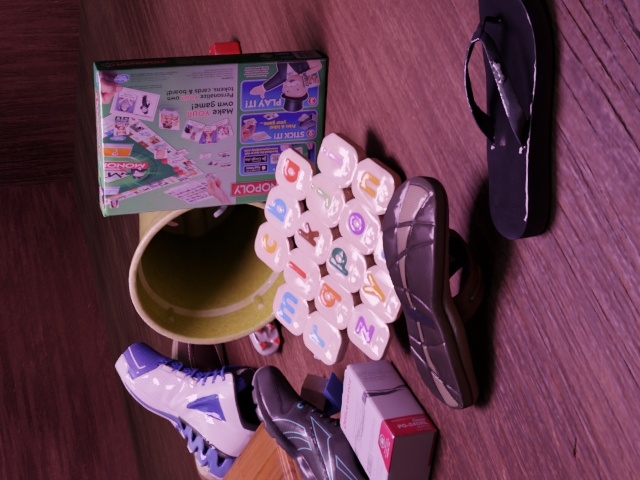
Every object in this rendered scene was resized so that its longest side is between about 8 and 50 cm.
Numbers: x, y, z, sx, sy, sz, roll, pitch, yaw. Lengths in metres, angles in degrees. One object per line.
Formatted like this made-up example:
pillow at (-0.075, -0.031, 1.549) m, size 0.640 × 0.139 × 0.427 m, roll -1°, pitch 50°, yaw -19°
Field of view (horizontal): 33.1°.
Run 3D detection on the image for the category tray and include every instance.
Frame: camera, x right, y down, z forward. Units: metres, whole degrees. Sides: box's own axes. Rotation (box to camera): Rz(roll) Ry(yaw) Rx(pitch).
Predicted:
tray at (-0.093, 0.462, 1.840) m, size 0.411 × 0.076 × 0.202 m, roll -57°, pitch 43°, yaw 48°

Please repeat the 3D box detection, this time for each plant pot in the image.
plant pot at (-0.190, -0.018, 1.747) m, size 0.254 × 0.276 × 0.276 m, roll -117°, pitch 27°, yaw -52°

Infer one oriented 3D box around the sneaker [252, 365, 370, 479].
sneaker at (0.002, 0.277, 1.497) m, size 0.267 × 0.106 × 0.101 m, roll 56°, pitch -168°, yaw 20°

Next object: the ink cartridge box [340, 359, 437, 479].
ink cartridge box at (0.083, 0.239, 1.368) m, size 0.150 × 0.063 × 0.109 m, roll -124°, pitch 33°, yaw -53°

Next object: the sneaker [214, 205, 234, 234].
sneaker at (-0.149, -0.020, 1.951) m, size 0.166 × 0.065 × 0.076 m, roll -132°, pitch 23°, yaw -63°

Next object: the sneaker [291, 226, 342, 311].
sneaker at (0.000, 0.000, 1.522) m, size 0.222 × 0.083 × 0.118 m, roll 59°, pitch 138°, yaw 46°

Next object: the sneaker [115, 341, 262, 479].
sneaker at (-0.214, 0.278, 2.018) m, size 0.315 × 0.127 × 0.182 m, roll 42°, pitch 105°, yaw 14°

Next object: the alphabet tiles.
alphabet tiles at (0.018, 0.013, 1.397) m, size 0.278 × 0.021 × 0.284 m, roll 39°, pitch 123°, yaw 38°

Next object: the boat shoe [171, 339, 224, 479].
boat shoe at (-0.201, 0.311, 2.141) m, size 0.123 × 0.123 × 0.341 m, roll -30°, pitch 62°, yaw 36°

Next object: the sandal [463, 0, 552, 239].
sandal at (0.173, -0.126, 1.009) m, size 0.097 × 0.055 × 0.254 m, roll -172°, pitch 76°, yaw -69°

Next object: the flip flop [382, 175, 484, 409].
flip flop at (0.136, 0.054, 1.157) m, size 0.112 × 0.080 × 0.277 m, roll 29°, pitch 139°, yaw 60°

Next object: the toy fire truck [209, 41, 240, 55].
toy fire truck at (-0.178, -0.260, 1.944) m, size 0.192 × 0.047 × 0.135 m, roll 132°, pitch 128°, yaw -66°

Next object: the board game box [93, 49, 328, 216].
board game box at (-0.151, -0.151, 1.506) m, size 0.046 × 0.317 × 0.213 m, roll -126°, pitch 35°, yaw -56°

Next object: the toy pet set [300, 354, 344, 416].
toy pet set at (0.015, 0.200, 1.585) m, size 0.114 × 0.065 × 0.122 m, roll -63°, pitch -15°, yaw -57°

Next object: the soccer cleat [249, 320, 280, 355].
soccer cleat at (-0.113, 0.104, 1.866) m, size 0.076 × 0.068 × 0.196 m, roll 160°, pitch 99°, yaw -73°
